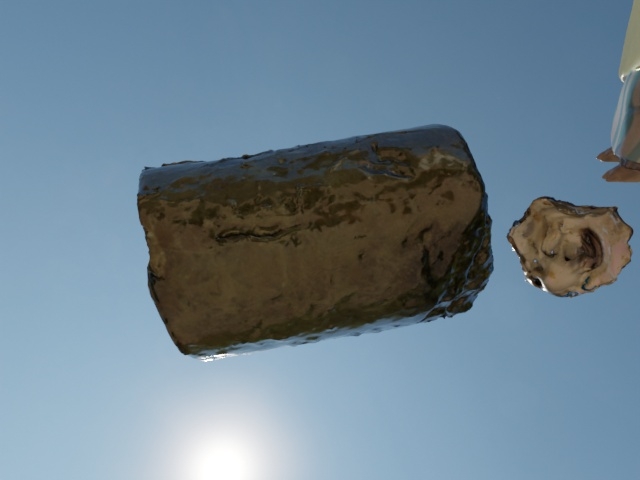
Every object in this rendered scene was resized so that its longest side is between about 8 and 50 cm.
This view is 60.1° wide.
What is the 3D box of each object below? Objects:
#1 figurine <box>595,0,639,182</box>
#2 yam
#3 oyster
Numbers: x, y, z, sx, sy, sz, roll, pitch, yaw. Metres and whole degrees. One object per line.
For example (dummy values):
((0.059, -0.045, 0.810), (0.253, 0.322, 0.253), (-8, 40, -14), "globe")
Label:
((0.636, -0.252, 0.785), (0.377, 0.266, 0.362), (11, -60, 21), "figurine")
((0.000, 0.000, 0.519), (0.299, 0.195, 0.195), (-9, -78, -8), "yam")
((0.462, 0.010, 1.021), (0.222, 0.083, 0.214), (3, -54, 45), "oyster")
